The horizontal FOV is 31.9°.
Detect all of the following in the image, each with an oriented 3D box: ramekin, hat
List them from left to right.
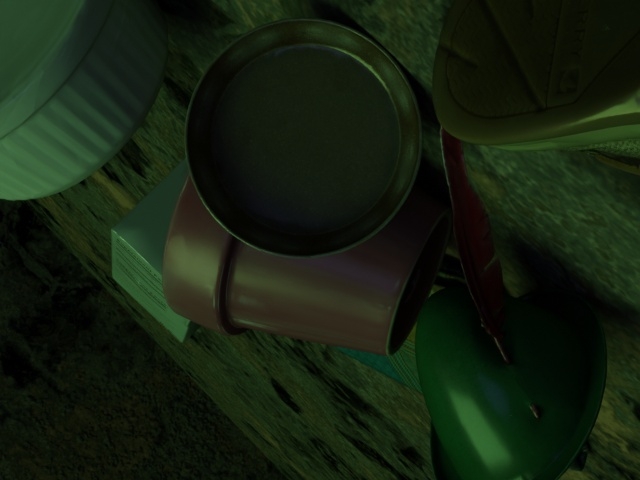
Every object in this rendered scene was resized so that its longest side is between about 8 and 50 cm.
[{"bbox_3d":[-0.255,-0.159,0.989,0.273,0.273,0.127,28,168,44],"label":"ramekin"},{"bbox_3d":[0.084,0.064,0.804,0.183,0.209,0.173,34,139,-28],"label":"hat"}]

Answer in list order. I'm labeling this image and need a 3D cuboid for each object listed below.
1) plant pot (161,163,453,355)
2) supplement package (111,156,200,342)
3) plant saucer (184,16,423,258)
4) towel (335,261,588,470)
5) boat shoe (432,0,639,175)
[{"bbox_3d":[0.000,0.000,0.903,0.180,0.201,0.201,22,157,15],"label":"plant pot"},{"bbox_3d":[-0.164,0.015,1.377,0.134,0.139,0.244,43,162,2],"label":"supplement package"},{"bbox_3d":[-0.012,-0.072,0.797,0.168,0.168,0.029,44,-176,1],"label":"plant saucer"},{"bbox_3d":[0.085,0.081,1.134,0.370,0.040,0.271,21,153,49],"label":"towel"},{"bbox_3d":[0.198,-0.066,0.428,0.123,0.123,0.342,19,169,-37],"label":"boat shoe"}]
